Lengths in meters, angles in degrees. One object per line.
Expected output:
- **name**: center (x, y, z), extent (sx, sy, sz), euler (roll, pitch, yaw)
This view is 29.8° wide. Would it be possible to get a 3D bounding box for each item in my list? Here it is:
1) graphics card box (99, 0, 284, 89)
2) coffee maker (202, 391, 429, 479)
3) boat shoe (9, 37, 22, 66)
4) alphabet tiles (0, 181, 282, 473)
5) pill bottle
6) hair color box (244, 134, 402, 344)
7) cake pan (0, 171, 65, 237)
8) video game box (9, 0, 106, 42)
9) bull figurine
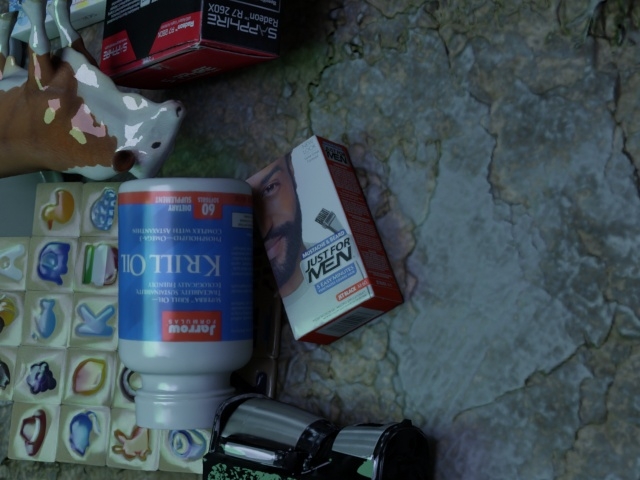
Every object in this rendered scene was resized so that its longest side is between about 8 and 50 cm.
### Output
- **graphics card box**: center (-0.118, -0.343, 1.167), extent (0.233, 0.094, 0.371), euler (-3, 82, 58)
- **coffee maker**: center (-0.002, 0.226, 1.033), extent (0.178, 0.120, 0.171), euler (7, 110, 36)
- **boat shoe**: center (-0.465, -0.138, 1.387), extent (0.109, 0.094, 0.302), euler (42, 94, 14)
- **alphabet tiles**: center (-0.198, 0.081, 1.196), extent (0.343, 0.011, 0.285), euler (0, 81, 20)
- **pill bottle**: center (-0.122, 0.056, 1.093), extent (0.124, 0.124, 0.221), euler (-2, 88, 34)
- **hair color box**: center (0.000, 0.000, 1.098), extent (0.093, 0.053, 0.167), euler (-32, 63, 26)
- **cake pan**: center (-0.419, -0.026, 1.293), extent (0.293, 0.054, 0.293), euler (1, 82, -9)
- **video game box**: center (-0.266, -0.336, 1.349), extent (0.205, 0.048, 0.187), euler (-11, 73, 32)
- **bull figurine**: center (-0.268, -0.138, 1.167), extent (0.310, 0.101, 0.188), euler (-5, 101, 38)
